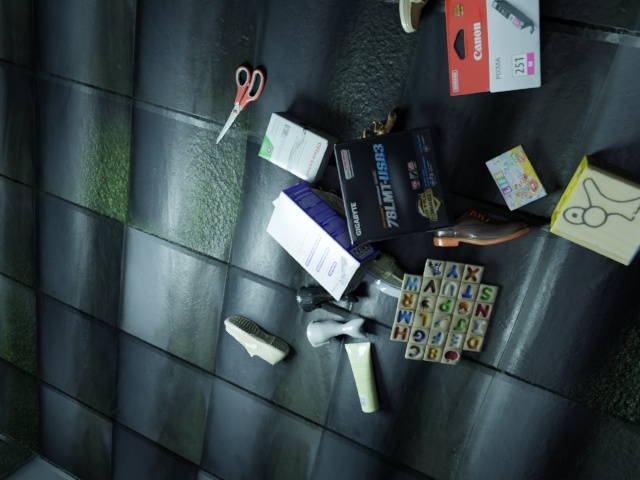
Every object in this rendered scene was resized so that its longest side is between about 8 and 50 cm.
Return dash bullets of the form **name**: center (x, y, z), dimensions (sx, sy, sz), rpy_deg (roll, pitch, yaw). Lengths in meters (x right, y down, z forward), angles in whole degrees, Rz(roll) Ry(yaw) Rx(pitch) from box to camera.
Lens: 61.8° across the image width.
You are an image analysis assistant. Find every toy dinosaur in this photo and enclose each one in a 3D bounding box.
- **toy dinosaur**: center (0.173, -0.283, 1.598), dimensions (0.112, 0.064, 0.211), rpy_deg (18, 113, 18)

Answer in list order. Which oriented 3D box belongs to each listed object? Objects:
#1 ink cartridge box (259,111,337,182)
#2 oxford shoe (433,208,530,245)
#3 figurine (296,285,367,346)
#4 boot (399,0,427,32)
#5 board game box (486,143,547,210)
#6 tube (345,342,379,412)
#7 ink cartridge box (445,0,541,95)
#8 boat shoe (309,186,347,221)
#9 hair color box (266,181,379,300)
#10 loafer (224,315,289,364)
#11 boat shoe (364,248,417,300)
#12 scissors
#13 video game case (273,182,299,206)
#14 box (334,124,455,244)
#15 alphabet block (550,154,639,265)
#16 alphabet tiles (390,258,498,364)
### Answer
- **ink cartridge box**: center (-0.070, -0.296, 1.693), dimensions (0.208, 0.087, 0.153), rpy_deg (31, 116, 15)
- **oxford shoe**: center (0.452, -0.041, 1.526), dimensions (0.271, 0.097, 0.098), rpy_deg (-5, 98, 26)
- **figurine**: center (0.047, 0.247, 1.810), dimensions (0.209, 0.092, 0.215), rpy_deg (-10, 102, 23)
- **boot**: center (0.301, -0.660, 1.407), dimensions (0.165, 0.077, 0.213), rpy_deg (14, 107, 29)
- **board game box**: center (0.542, -0.174, 1.479), dimensions (0.103, 0.026, 0.154), rpy_deg (-28, 93, 29)
- **tube**: center (0.153, 0.469, 1.844), dimensions (0.070, 0.062, 0.240), rpy_deg (-15, 96, -16)
- **ink cartridge box**: center (0.448, -0.529, 1.398), dimensions (0.239, 0.060, 0.275), rpy_deg (-1, 105, 24)
- **boat shoe**: center (0.054, -0.091, 1.709), dimensions (0.285, 0.089, 0.104), rpy_deg (34, 138, 15)
- **hair color box**: center (0.000, 0.000, 1.654), dimensions (0.339, 0.110, 0.185), rpy_deg (45, 136, 19)
- **loafer**: center (-0.246, 0.374, 1.971), dimensions (0.268, 0.102, 0.092), rpy_deg (29, 110, 14)
- **boat shoe**: center (0.191, 0.088, 1.677), dimensions (0.302, 0.109, 0.094), rpy_deg (26, 117, 19)
- **scissors**: center (-0.269, -0.437, 1.780), dimensions (0.109, 0.021, 0.297), rpy_deg (29, 114, 12)
- **video game case**: center (-0.095, -0.126, 1.800), dimensions (0.122, 0.011, 0.087), rpy_deg (-32, 90, 29)
- **box**: center (0.205, -0.154, 1.518), dimensions (0.293, 0.073, 0.295), rpy_deg (-10, 87, 1)
- **alphabet block**: center (0.713, -0.082, 1.334), dimensions (0.197, 0.193, 0.192), rpy_deg (28, 114, 15)
- **alphabet tiles**: center (0.374, 0.223, 1.626), dimensions (0.285, 0.011, 0.342), rpy_deg (8, 110, -2)
